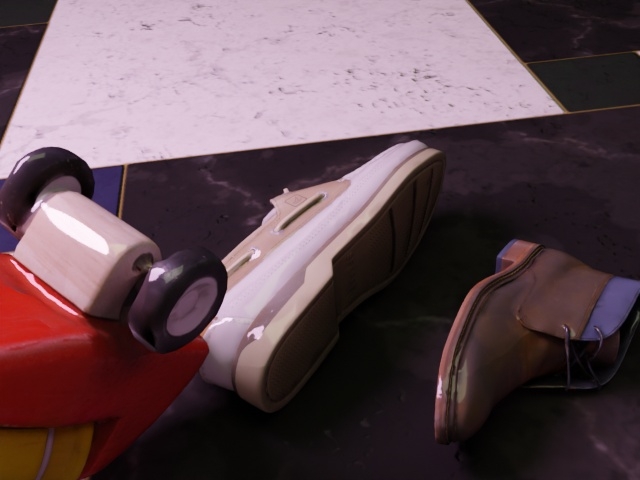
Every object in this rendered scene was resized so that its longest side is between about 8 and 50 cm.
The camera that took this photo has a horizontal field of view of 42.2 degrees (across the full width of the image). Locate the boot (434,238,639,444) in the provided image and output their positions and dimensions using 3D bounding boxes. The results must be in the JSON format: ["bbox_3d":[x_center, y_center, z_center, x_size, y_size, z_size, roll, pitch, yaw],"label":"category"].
[{"bbox_3d":[0.156,0.069,0.573,0.106,0.082,0.219,12,35,26],"label":"boot"}]

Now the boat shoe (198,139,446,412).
[{"bbox_3d":[0.000,0.000,0.662,0.103,0.113,0.302,22,43,25],"label":"boat shoe"}]

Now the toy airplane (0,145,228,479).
[{"bbox_3d":[-0.241,0.114,0.378,0.384,0.272,0.386,15,24,-16],"label":"toy airplane"}]
